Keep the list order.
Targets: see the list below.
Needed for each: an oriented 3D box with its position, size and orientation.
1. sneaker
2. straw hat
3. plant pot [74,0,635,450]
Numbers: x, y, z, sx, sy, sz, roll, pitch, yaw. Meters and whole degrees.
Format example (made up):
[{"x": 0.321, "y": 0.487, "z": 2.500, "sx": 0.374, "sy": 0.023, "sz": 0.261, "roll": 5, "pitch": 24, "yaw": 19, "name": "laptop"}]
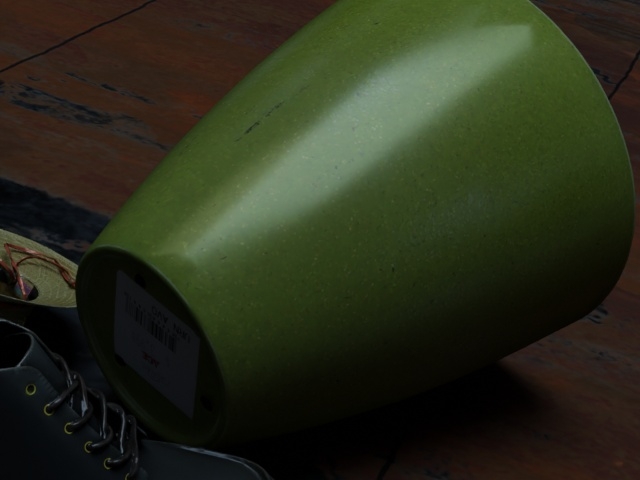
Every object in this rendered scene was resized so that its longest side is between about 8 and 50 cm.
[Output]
[{"x": -0.118, "y": 0.109, "z": 0.793, "sx": 0.222, "sy": 0.118, "sz": 0.083, "roll": 5, "pitch": 26, "yaw": -16, "name": "sneaker"}, {"x": -0.215, "y": 0.038, "z": 0.962, "sx": 0.144, "sy": 0.061, "sz": 0.144, "roll": 23, "pitch": 12, "yaw": -5, "name": "straw hat"}, {"x": 0.000, "y": 0.000, "z": 0.954, "sx": 0.274, "sy": 0.275, "sz": 0.293, "roll": 31, "pitch": 46, "yaw": 34, "name": "plant pot"}]
